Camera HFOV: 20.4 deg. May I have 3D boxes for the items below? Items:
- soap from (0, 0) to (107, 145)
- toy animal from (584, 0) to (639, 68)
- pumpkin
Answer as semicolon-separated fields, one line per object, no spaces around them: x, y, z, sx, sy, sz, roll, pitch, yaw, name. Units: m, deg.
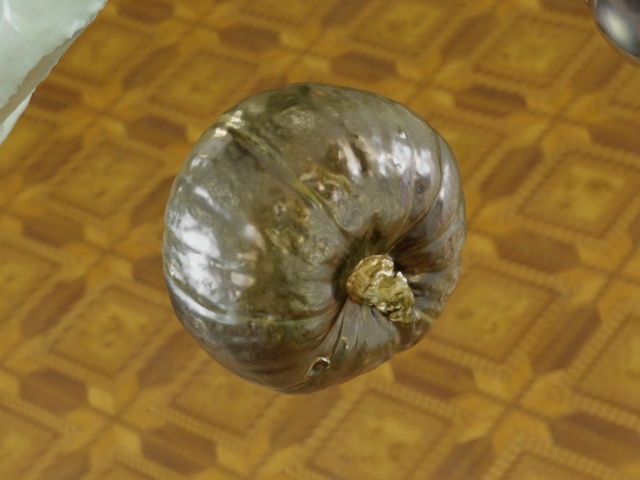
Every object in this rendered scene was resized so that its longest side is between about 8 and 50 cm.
-0.061;-0.084;0.378;0.115;0.063;0.198;-62;13;-17;soap
0.250;-0.142;0.838;0.251;0.251;0.310;-22;22;-1;toy animal
0.000;0.000;1.195;0.223;0.224;0.157;-37;45;-17;pumpkin
